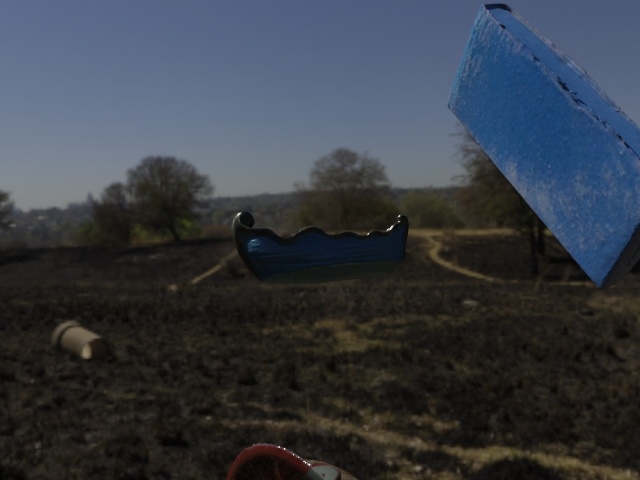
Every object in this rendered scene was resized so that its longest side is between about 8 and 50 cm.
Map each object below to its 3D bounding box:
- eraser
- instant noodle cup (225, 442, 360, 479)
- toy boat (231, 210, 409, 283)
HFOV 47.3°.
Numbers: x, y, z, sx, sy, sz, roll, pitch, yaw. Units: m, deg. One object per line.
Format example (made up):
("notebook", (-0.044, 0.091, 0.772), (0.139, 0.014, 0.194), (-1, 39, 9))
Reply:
("eraser", (0.241, -0.110, 0.769), (0.042, 0.144, 0.312), (-11, 49, -22))
("instant noodle cup", (0.018, 0.306, 0.679), (0.090, 0.274, 0.274), (-13, 8, -37))
("toy boat", (0.000, 0.000, 0.777), (0.185, 0.077, 0.075), (-6, -17, -7))
